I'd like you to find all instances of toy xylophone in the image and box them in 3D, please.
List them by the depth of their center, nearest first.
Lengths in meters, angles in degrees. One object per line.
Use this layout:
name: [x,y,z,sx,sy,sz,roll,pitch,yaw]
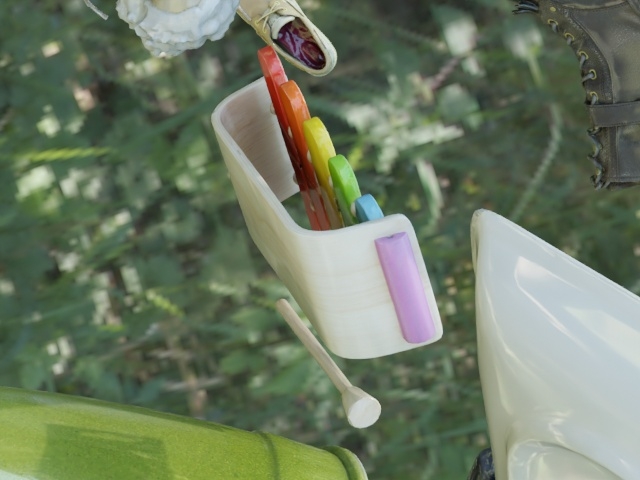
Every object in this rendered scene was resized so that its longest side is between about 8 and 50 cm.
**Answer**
toy xylophone: [0.000,0.000,1.492,0.323,0.081,0.236,-123,-166,-49]

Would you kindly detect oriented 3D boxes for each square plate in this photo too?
square plate: [0.189,0.184,0.734,0.049,0.347,0.344,-43,148,-22]

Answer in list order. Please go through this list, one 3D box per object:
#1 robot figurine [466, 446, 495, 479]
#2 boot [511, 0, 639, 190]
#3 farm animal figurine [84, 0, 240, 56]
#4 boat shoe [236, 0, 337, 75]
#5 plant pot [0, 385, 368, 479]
robot figurine: [0.280,0.253,1.788,0.278,0.173,0.209,-2,92,-13]
boot: [0.242,-0.152,1.641,0.091,0.263,0.229,-39,126,-55]
farm animal figurine: [-0.058,-0.273,1.369,0.330,0.327,0.172,-48,124,-9]
boat shoe: [-0.037,-0.211,1.792,0.135,0.050,0.045,39,9,-6]
plant pot: [-0.200,0.265,1.395,0.353,0.366,0.366,24,55,-15]
